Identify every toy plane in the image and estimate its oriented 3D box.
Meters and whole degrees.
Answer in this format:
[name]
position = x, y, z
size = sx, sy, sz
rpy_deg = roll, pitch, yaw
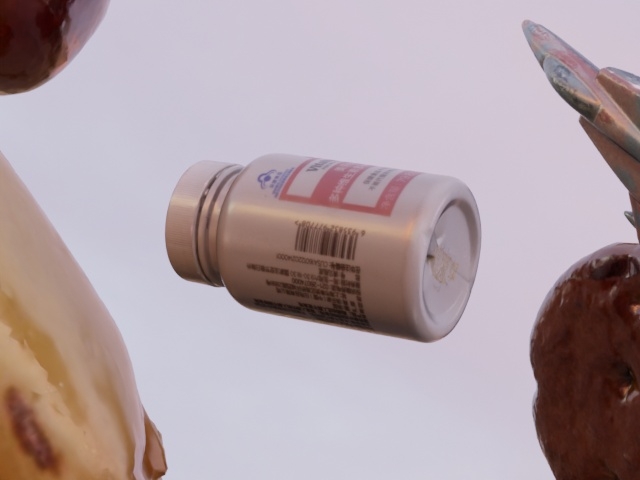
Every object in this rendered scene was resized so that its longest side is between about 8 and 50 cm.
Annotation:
[toy plane]
position = 0.243, -0.063, 1.305
size = 0.104, 0.326, 0.223
rpy_deg = -3, -50, -29

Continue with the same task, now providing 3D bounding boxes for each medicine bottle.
[medicine bottle]
position = 0.000, 0.000, 0.902
size = 0.140, 0.079, 0.079
rpy_deg = 9, -28, 28

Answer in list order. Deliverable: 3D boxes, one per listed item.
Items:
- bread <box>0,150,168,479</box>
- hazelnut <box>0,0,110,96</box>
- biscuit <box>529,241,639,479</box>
[bread]
position = -0.285, 0.089, 1.034
size = 0.394, 0.361, 0.250
rpy_deg = 55, 10, -11
[hazelnut]
position = -0.219, -0.193, 1.129
size = 0.208, 0.208, 0.208
rpy_deg = 18, -25, 9
[biscuit]
position = 0.208, 0.103, 1.210
size = 0.036, 0.212, 0.212
rpy_deg = -10, -6, -35
